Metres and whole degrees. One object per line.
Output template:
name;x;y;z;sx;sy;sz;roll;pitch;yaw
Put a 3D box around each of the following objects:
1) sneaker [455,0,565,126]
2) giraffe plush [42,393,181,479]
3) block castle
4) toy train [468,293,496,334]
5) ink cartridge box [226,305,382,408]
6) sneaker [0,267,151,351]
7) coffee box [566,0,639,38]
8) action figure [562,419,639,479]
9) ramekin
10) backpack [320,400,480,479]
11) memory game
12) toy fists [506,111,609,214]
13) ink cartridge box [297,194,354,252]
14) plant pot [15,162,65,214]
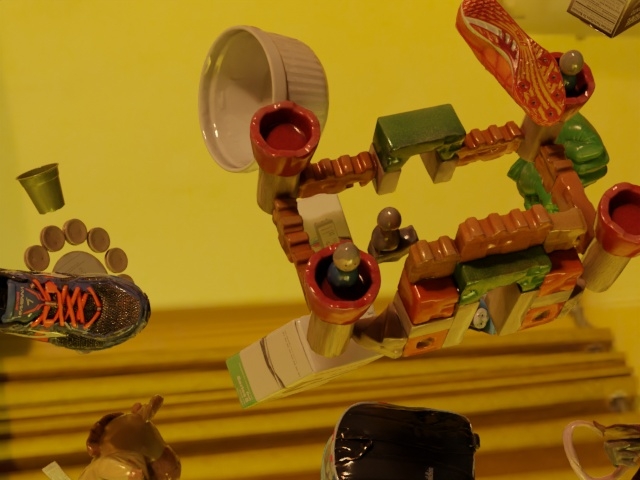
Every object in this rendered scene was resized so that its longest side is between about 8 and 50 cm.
sneaker;0.217;-0.202;1.249;0.175;0.064;0.067;58;-8;11
giraffe plush;-0.225;0.277;1.264;0.170;0.181;0.210;-77;148;-60
block castle;0.161;-0.055;1.342;0.213;0.453;0.303;102;-28;-57
toy train;0.254;0.123;2.039;0.184;0.105;0.080;18;-71;42
ink cartridge box;-0.029;0.228;2.193;0.273;0.198;0.114;-33;-107;50
sneaker;-0.279;0.066;1.090;0.087;0.221;0.083;102;-9;-86
coffee box;0.517;-0.474;1.812;0.098;0.141;0.246;37;-47;21
action figure;0.635;0.337;1.859;0.276;0.370;0.248;-5;-70;48
ramekin;-0.077;-0.198;1.570;0.207;0.109;0.207;5;-83;55
backpack;0.127;0.398;1.906;0.191;0.254;0.225;118;-18;-51
memory game;-0.323;0.061;1.485;0.012;0.186;0.186;-15;-104;40
toy fists;0.451;-0.134;2.100;0.142;0.096;0.279;51;-27;14
ink cartridge box;0.000;0.000;1.553;0.115;0.067;0.198;143;-71;-77
plant pot;-0.510;-0.093;2.045;0.083;0.083;0.079;-135;-154;-72
